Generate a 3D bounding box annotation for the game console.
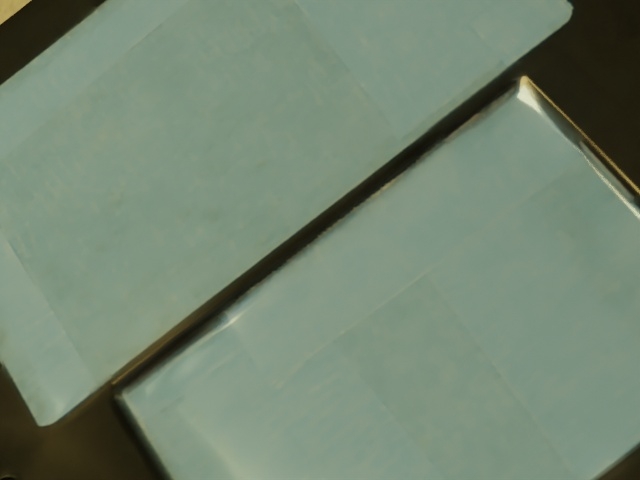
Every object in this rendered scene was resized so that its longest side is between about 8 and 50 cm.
[{"bbox_3d":[0.000,0.000,0.598,0.386,0.060,0.342,-38,49,1],"label":"game console"}]
